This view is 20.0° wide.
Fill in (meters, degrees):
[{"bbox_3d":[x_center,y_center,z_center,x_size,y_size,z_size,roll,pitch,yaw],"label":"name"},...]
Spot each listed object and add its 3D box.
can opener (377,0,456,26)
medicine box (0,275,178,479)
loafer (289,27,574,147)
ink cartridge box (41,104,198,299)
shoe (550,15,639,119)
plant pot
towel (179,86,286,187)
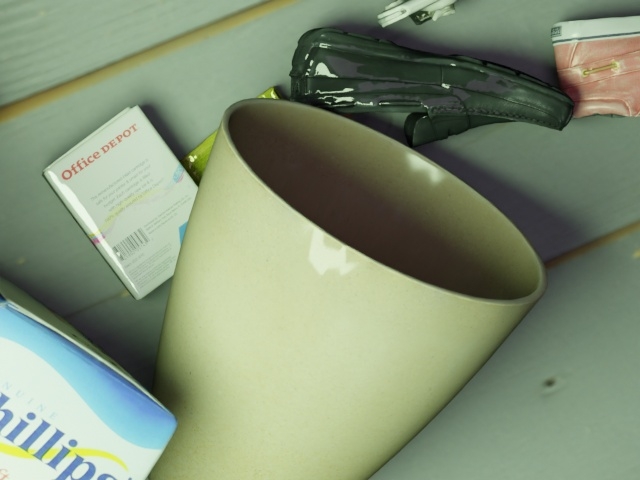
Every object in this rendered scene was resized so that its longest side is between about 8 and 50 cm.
[{"bbox_3d":[0.158,-0.250,1.421,0.283,0.076,0.095,-29,96,-9],"label":"can opener"},{"bbox_3d":[-0.257,0.179,1.252,0.149,0.263,0.289,35,85,-17],"label":"medicine box"},{"bbox_3d":[0.085,-0.109,1.414,0.223,0.076,0.078,11,94,-5],"label":"loafer"},{"bbox_3d":[-0.142,-0.030,1.383,0.088,0.052,0.122,-37,98,-8],"label":"ink cartridge box"},{"bbox_3d":[0.274,-0.140,1.452,0.178,0.063,0.081,-5,93,-4],"label":"shoe"},{"bbox_3d":[-0.014,0.078,1.320,0.256,0.256,0.274,25,112,-9],"label":"plant pot"},{"bbox_3d":[0.000,0.000,1.424,0.102,0.021,0.237,-40,97,-8],"label":"towel"}]
